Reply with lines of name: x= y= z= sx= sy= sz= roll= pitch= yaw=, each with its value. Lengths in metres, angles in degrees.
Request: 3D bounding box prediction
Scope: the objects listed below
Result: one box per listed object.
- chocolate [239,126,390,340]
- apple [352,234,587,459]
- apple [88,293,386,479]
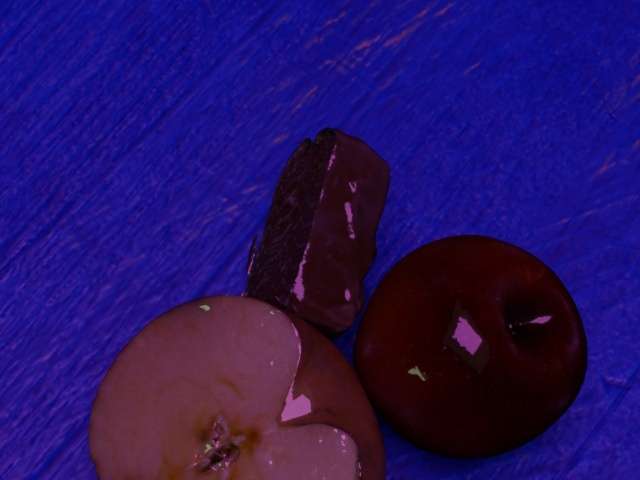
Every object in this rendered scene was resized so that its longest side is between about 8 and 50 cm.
chocolate: x=0.000 y=0.000 z=1.940 sx=0.093 sy=0.148 sz=0.214 roll=26 pitch=68 yaw=-21
apple: x=0.144 y=0.104 z=1.863 sx=0.218 sy=0.201 sz=0.218 roll=11 pitch=64 yaw=-23
apple: x=-0.062 y=0.208 z=1.839 sx=0.251 sy=0.163 sz=0.293 roll=-33 pitch=67 yaw=14
